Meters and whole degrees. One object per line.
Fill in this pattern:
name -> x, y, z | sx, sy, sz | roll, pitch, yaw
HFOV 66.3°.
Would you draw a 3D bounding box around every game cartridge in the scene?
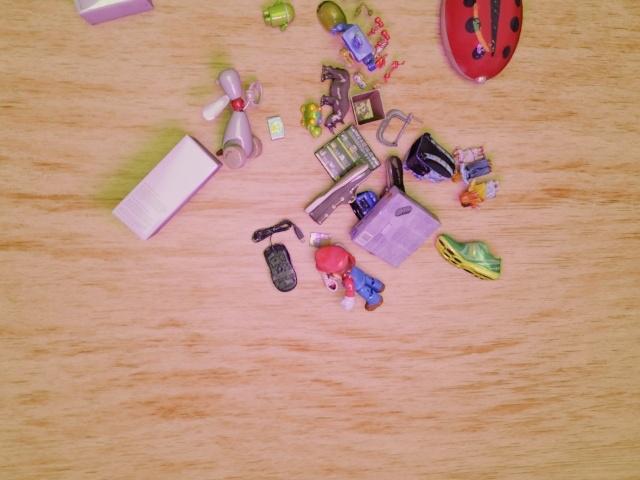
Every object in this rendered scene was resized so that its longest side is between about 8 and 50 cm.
game cartridge -> -0.163, -0.416, 1.811 | 0.055, 0.017, 0.083 | -14, 101, -8

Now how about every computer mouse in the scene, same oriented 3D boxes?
computer mouse -> -0.129, 0.053, 1.873 | 0.184, 0.060, 0.262 | -26, 90, 3

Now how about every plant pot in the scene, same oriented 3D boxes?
plant pot -> 0.164, -0.481, 1.794 | 0.109, 0.096, 0.109 | -17, 101, -7

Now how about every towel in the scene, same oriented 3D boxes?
towel -> 0.000, 0.000, 1.900 | 0.083, 0.009, 0.060 | 6, 99, -7

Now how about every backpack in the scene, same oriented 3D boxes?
backpack -> 0.412, -0.289, 1.825 | 0.173, 0.117, 0.158 | 32, 51, -13
backpack -> 0.178, -0.124, 1.856 | 0.101, 0.098, 0.120 | -30, 101, -5

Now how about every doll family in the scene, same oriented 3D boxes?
doll family -> 0.582, -0.233, 1.872 | 0.163, 0.118, 0.263 | -20, 101, -3

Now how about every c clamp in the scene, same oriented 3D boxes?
c clamp -> 0.294, -0.421, 1.857 | 0.137, 0.022, 0.161 | 34, 94, -11

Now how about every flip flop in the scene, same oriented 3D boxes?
flip flop -> 0.265, -0.185, 1.859 | 0.080, 0.112, 0.277 | 7, 117, 34

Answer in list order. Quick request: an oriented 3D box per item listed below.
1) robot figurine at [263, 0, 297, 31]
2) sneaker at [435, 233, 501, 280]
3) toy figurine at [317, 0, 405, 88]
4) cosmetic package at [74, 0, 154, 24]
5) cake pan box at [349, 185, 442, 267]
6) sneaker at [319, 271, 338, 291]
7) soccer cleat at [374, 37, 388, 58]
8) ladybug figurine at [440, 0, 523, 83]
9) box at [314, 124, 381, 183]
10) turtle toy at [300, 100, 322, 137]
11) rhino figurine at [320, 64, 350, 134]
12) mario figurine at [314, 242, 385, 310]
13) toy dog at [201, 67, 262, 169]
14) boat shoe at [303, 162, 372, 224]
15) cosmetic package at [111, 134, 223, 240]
robot figurine -> -0.143, -0.794, 1.724 | 0.115, 0.067, 0.101 | -16, 89, -4
sneaker -> 0.585, 0.052, 1.941 | 0.295, 0.109, 0.124 | 30, 72, -9
toy figurine -> 0.134, -0.707, 1.677 | 0.191, 0.217, 0.363 | -32, 98, 12
cosmetic package -> -0.707, -0.867, 1.614 | 0.224, 0.138, 0.224 | -16, 101, -2
cake pan box -> 0.276, -0.040, 1.825 | 0.245, 0.070, 0.267 | 29, 116, -27
sneaker -> 0.030, 0.139, 1.897 | 0.050, 0.070, 0.134 | -27, 101, 2
soccer cleat -> 0.217, -0.707, 1.800 | 0.035, 0.029, 0.083 | 35, 91, -2
ladybug figurine -> 0.592, -0.798, 1.758 | 0.304, 0.162, 0.450 | -6, 100, -6
box -> 0.103, -0.306, 1.845 | 0.184, 0.045, 0.191 | -38, 102, 3
turtle toy -> -0.026, -0.441, 1.791 | 0.066, 0.095, 0.130 | -7, 102, -26
rhino figurine -> 0.055, -0.512, 1.791 | 0.106, 0.073, 0.244 | 1, 101, -4
mario figurine -> 0.091, 0.137, 1.857 | 0.320, 0.198, 0.170 | 40, 98, -24
toy dog -> -0.321, -0.414, 1.724 | 0.160, 0.220, 0.334 | 1, 92, 25
boat shoe -> 0.076, -0.169, 1.796 | 0.305, 0.109, 0.091 | -36, 103, 26
cosmetic package -> -0.525, -0.186, 1.717 | 0.155, 0.197, 0.365 | 43, 91, -10
